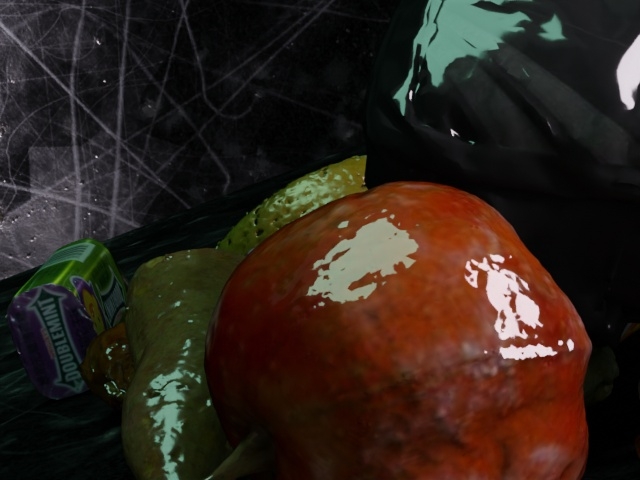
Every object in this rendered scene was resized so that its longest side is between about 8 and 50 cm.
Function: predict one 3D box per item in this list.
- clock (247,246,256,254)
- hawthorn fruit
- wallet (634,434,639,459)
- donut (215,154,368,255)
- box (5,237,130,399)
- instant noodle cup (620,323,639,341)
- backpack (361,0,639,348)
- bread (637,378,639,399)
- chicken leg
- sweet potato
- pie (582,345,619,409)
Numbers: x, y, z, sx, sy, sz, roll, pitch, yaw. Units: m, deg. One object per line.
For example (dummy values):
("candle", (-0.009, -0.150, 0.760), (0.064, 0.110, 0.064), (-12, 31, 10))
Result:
("clock", (0.049, 0.041, 1.737), (0.244, 0.056, 0.244), (9, 10, -2))
("hawthorn fruit", (0.020, 0.097, 1.105), (0.272, 0.241, 0.242), (-18, 7, -28))
("wallet", (0.305, 0.104, 1.132), (0.204, 0.045, 0.142), (-20, 8, -9))
("donut", (0.000, 0.000, 1.974), (0.272, 0.107, 0.272), (-25, -19, -9))
("box", (-0.291, 0.086, 2.230), (0.097, 0.134, 0.345), (-22, 7, 3))
("instant noodle cup", (0.207, -0.026, 1.542), (0.264, 0.264, 0.200), (-11, 18, 42))
("backpack", (0.262, -0.074, 1.301), (0.446, 0.255, 0.363), (14, 56, 9))
("bread", (0.246, 0.104, 1.262), (0.062, 0.043, 0.109), (-10, 12, 34))
("chicken leg", (-0.155, 0.136, 1.798), (0.113, 0.093, 0.304), (-7, 9, -18))
("sweet potato", (-0.102, 0.132, 1.556), (0.131, 0.131, 0.336), (-17, 32, 5))
("pie", (0.094, 0.122, 1.398), (0.277, 0.078, 0.277), (-14, 13, 3))
